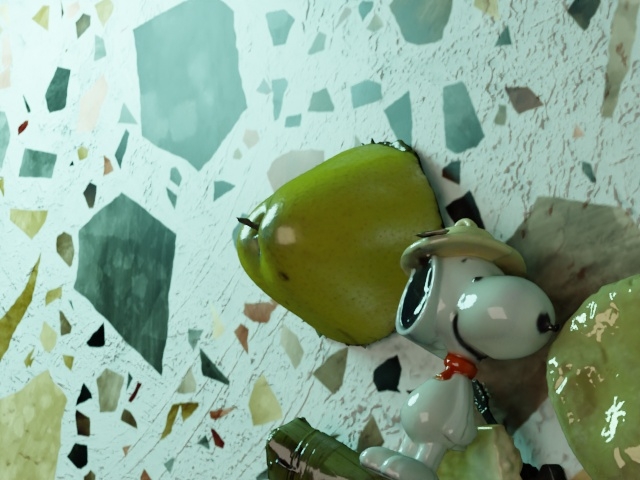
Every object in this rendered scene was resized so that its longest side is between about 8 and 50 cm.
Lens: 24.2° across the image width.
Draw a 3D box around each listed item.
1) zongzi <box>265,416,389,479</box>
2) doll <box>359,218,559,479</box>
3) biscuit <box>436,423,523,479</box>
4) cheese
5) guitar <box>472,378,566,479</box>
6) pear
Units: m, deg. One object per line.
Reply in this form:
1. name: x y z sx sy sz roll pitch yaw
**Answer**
1. zongzi: 0.014 0.320 1.747 0.189 0.081 0.178 27 125 30
2. doll: 0.121 0.118 1.552 0.271 0.144 0.208 -54 35 4
3. biscuit: 0.161 0.359 1.579 0.204 0.040 0.309 -26 66 51
4. cheese: 0.326 0.132 1.417 0.214 0.117 0.226 -33 57 30
5. guitar: 0.214 0.241 1.570 0.088 0.025 0.233 -50 51 29
6. pear: -0.001 0.002 1.724 0.267 0.178 0.267 -3 86 43
